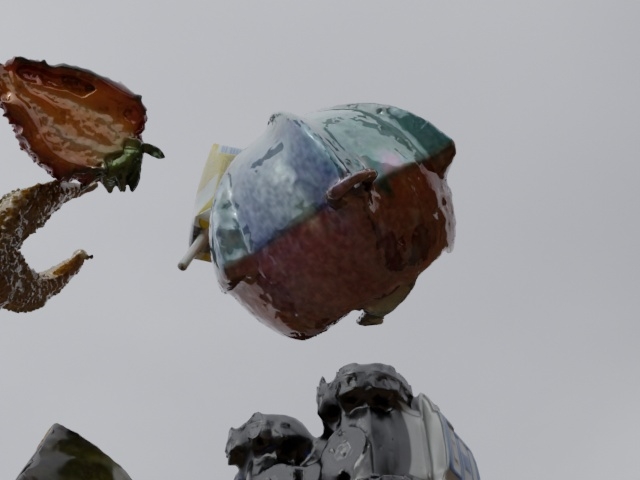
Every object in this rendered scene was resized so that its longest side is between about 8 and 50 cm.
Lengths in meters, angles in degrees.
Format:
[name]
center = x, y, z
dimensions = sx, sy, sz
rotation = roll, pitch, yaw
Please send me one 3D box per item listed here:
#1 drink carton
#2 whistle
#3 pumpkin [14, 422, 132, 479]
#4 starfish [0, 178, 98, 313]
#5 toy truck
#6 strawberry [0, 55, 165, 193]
[drink carton]
center = -0.111, -0.027, 1.440
dimensions = 0.075, 0.200, 0.084
rotation = 12, -51, -5
[whistle]
center = 0.000, 0.001, 0.795
dimensions = 0.142, 0.134, 0.346
rotation = -53, -3, -12
[pumpkin]
center = -0.180, 0.276, 0.682
dimensions = 0.148, 0.169, 0.312
rotation = 29, -77, -7
[starfish]
center = -0.355, 0.000, 1.327
dimensions = 0.299, 0.060, 0.302
rotation = -58, -37, -21
[toy truck]
center = 0.029, 0.220, 0.990
dimensions = 0.213, 0.161, 0.177
rotation = -30, -56, 20
[strawberry]
center = -0.273, -0.121, 1.405
dimensions = 0.192, 0.140, 0.085
rotation = 4, -20, -19
